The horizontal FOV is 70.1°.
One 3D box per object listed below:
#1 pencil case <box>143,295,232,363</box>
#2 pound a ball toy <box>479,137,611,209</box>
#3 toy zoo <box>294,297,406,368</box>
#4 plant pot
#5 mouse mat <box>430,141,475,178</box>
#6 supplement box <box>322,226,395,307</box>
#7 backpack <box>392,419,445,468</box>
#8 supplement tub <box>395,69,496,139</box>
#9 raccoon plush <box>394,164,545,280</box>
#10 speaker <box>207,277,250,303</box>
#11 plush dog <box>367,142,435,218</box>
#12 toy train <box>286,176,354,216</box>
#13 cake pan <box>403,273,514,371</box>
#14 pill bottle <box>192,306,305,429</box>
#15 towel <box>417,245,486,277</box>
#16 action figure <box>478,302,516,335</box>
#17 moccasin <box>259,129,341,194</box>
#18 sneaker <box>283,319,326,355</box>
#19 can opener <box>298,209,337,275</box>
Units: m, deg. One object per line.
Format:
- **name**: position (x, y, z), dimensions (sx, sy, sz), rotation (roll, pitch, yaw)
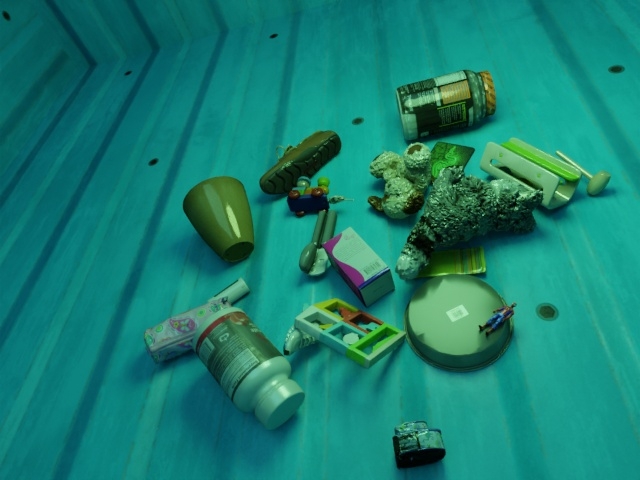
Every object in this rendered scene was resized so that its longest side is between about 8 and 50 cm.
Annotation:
- **pencil case**: position (-0.395, 0.276, 1.408), dimensions (0.283, 0.124, 0.124), rotation (-21, 47, 2)
- **pound a ball toy**: position (0.696, -0.205, 1.443), dimensions (0.208, 0.136, 0.319), rotation (-16, 42, -29)
- **toy zoo**: position (0.064, 0.238, 1.266), dimensions (0.293, 0.030, 0.192), rotation (23, 25, 33)
- **plant pot**: position (-0.334, -0.057, 1.621), dimensions (0.237, 0.237, 0.254), rotation (-28, 62, -5)
- **mouse mat**: position (0.458, -0.290, 1.661), dimensions (0.152, 0.007, 0.190), rotation (19, 60, 31)
- **supplement box**: position (0.115, 0.078, 1.400), dimensions (0.111, 0.114, 0.220), rotation (-33, 49, -8)
- **backpack**: position (0.223, 0.462, 1.041), dimensions (0.114, 0.105, 0.084), rotation (-10, 49, 5)
- **supplement tub**: position (0.464, -0.512, 1.710), dimensions (0.337, 0.207, 0.207), rotation (-11, 49, 10)
- **raccoon plush**: position (0.447, -0.016, 1.338), dimensions (0.299, 0.216, 0.447), rotation (22, 75, 23)
- **speaker**: position (-0.301, 0.182, 1.500), dimensions (0.136, 0.055, 0.055), rotation (-35, 49, -10)
- **plush dog**: position (0.283, -0.175, 1.540), dimensions (0.262, 0.210, 0.226), rotation (1, 61, 57)
- **toy train**: position (0.010, -0.176, 1.662), dimensions (0.247, 0.105, 0.144), rotation (-4, 45, 17)
- **cake pan**: position (0.368, 0.208, 1.239), dimensions (0.292, 0.054, 0.293), rotation (-10, 49, 11)
- **pill bottle**: position (-0.191, 0.343, 1.230), dimensions (0.176, 0.176, 0.318), rotation (-40, 59, -15)
- **towel**: position (0.371, 0.066, 1.373), dimensions (0.237, 0.021, 0.102), rotation (-6, 42, 15)
- **action figure**: position (0.458, 0.195, 1.164), dimensions (0.115, 0.030, 0.038), rotation (-34, 44, -13)
- **moccasin**: position (-0.092, -0.316, 1.792), dimensions (0.380, 0.139, 0.147), rotation (-45, 45, -16)
- **sneaker**: position (-0.036, 0.268, 1.286), dimensions (0.082, 0.072, 0.190), rotation (21, 30, 19)
- **can opener**: position (0.000, 0.000, 1.528), dimensions (0.074, 0.093, 0.281), rotation (-1, 46, 20)
